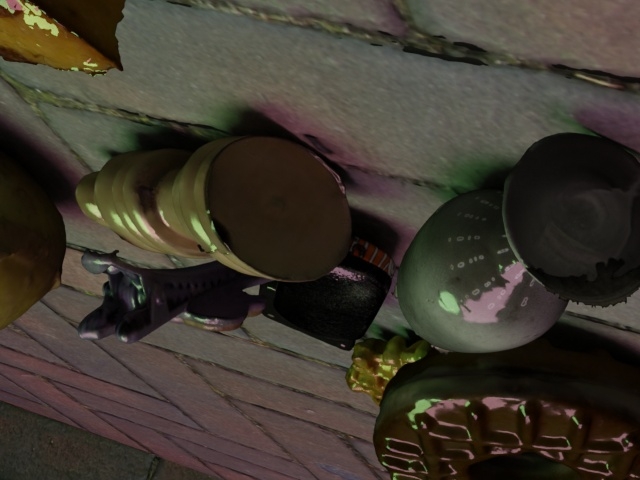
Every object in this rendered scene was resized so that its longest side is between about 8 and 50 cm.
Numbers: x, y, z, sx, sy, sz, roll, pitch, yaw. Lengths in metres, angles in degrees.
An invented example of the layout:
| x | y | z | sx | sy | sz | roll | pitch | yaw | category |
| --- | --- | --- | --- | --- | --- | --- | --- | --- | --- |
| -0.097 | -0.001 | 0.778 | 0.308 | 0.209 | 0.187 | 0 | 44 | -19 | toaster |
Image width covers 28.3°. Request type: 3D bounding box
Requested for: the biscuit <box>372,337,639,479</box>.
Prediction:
| x | y | z | sx | sy | sz | roll | pitch | yaw | category |
| --- | --- | --- | --- | --- | --- | --- | --- | --- | --- |
| 0.213 | 0.203 | 1.300 | 0.332 | 0.103 | 0.332 | 7 | 150 | 4 | biscuit |

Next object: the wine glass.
| x | y | z | sx | sy | sz | roll | pitch | yaw | category |
| --- | --- | --- | --- | --- | --- | --- | --- | --- | --- |
| 0.139 | 0.013 | 0.917 | 0.126 | 0.126 | 0.241 | 25 | 159 | -8 | wine glass |

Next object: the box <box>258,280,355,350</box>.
| x | y | z | sx | sy | sz | roll | pitch | yaw | category |
| --- | --- | --- | --- | --- | --- | --- | --- | --- | --- |
| -0.013 | 0.084 | 1.454 | 0.125 | 0.027 | 0.126 | 21 | 162 | 5 | box |

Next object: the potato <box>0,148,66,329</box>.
| x | y | z | sx | sy | sz | roll | pitch | yaw | category |
| --- | --- | --- | --- | --- | --- | --- | --- | --- | --- |
| -0.385 | 0.000 | 1.362 | 0.237 | 0.301 | 0.289 | 10 | -155 | -32 | potato |

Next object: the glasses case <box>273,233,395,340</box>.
| x | y | z | sx | sy | sz | roll | pitch | yaw | category |
| --- | --- | --- | --- | --- | --- | --- | --- | --- | --- |
| 0.010 | 0.046 | 1.235 | 0.103 | 0.067 | 0.266 | 19 | 163 | -1 | glasses case |

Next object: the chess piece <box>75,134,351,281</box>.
| x | y | z | sx | sy | sz | roll | pitch | yaw | category |
| --- | --- | --- | --- | --- | --- | --- | --- | --- | --- |
| -0.120 | -0.031 | 1.138 | 0.139 | 0.124 | 0.307 | -11 | -171 | -36 | chess piece |

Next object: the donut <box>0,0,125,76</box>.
| x | y | z | sx | sy | sz | roll | pitch | yaw | category |
| --- | --- | --- | --- | --- | --- | --- | --- | --- | --- |
| -0.254 | -0.195 | 0.808 | 0.295 | 0.112 | 0.151 | 8 | 155 | 35 | donut |

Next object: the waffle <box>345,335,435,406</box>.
| x | y | z | sx | sy | sz | roll | pitch | yaw | category |
| --- | --- | --- | --- | --- | --- | --- | --- | --- | --- |
| 0.120 | 0.165 | 1.481 | 0.219 | 0.057 | 0.229 | 11 | 158 | 28 | waffle |

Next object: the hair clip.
| x | y | z | sx | sy | sz | roll | pitch | yaw | category |
| --- | --- | --- | --- | --- | --- | --- | --- | --- | --- |
| -0.149 | 0.054 | 1.278 | 0.137 | 0.090 | 0.278 | 6 | -178 | 31 | hair clip |
